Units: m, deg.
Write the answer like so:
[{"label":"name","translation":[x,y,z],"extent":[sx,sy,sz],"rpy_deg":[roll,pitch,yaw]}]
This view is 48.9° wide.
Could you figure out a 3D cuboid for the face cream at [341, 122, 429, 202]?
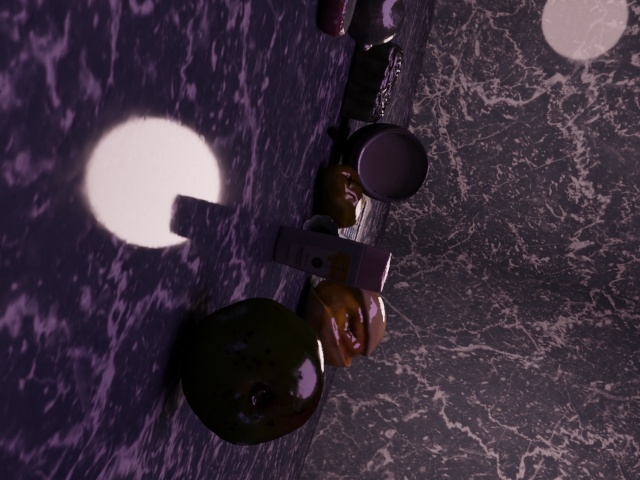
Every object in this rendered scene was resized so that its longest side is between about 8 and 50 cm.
[{"label":"face cream","translation":[0.146,-0.180,1.612],"extent":[0.195,0.175,0.175],"rpy_deg":[-118,-139,-78]}]

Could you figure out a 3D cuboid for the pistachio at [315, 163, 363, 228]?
[{"label":"pistachio","translation":[0.045,-0.093,1.505],"extent":[0.189,0.100,0.110],"rpy_deg":[92,19,-54]}]

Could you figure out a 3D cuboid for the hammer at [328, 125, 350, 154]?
[{"label":"hammer","translation":[0.036,-0.225,1.496],"extent":[0.178,0.021,0.065],"rpy_deg":[6,99,-79]}]

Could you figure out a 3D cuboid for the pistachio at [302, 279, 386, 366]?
[{"label":"pistachio","translation":[0.051,0.199,1.774],"extent":[0.309,0.230,0.230],"rpy_deg":[80,26,-60]}]

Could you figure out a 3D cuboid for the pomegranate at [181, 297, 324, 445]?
[{"label":"pomegranate","translation":[-0.085,0.153,0.900],"extent":[0.224,0.182,0.181],"rpy_deg":[-105,-152,-76]}]

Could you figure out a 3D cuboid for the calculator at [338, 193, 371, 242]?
[{"label":"calculator","translation":[0.079,-0.045,1.997],"extent":[0.386,0.054,0.256],"rpy_deg":[38,68,-80]}]

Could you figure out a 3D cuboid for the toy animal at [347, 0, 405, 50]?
[{"label":"toy animal","translation":[0.096,-0.439,1.180],"extent":[0.236,0.108,0.138],"rpy_deg":[90,18,-60]}]

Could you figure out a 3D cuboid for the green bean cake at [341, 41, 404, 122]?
[{"label":"green bean cake","translation":[0.114,-0.352,1.555],"extent":[0.183,0.094,0.185],"rpy_deg":[-47,156,-75]}]

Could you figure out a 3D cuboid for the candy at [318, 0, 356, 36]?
[{"label":"candy","translation":[0.029,-0.368,1.088],"extent":[0.103,0.043,0.103],"rpy_deg":[15,90,-84]}]

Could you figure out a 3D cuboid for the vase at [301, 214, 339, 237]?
[{"label":"vase","translation":[0.000,0.000,1.487],"extent":[0.148,0.081,0.081],"rpy_deg":[86,21,-79]}]

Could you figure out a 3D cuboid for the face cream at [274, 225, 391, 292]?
[{"label":"face cream","translation":[0.021,0.032,1.230],"extent":[0.057,0.198,0.084],"rpy_deg":[-58,160,-62]}]
